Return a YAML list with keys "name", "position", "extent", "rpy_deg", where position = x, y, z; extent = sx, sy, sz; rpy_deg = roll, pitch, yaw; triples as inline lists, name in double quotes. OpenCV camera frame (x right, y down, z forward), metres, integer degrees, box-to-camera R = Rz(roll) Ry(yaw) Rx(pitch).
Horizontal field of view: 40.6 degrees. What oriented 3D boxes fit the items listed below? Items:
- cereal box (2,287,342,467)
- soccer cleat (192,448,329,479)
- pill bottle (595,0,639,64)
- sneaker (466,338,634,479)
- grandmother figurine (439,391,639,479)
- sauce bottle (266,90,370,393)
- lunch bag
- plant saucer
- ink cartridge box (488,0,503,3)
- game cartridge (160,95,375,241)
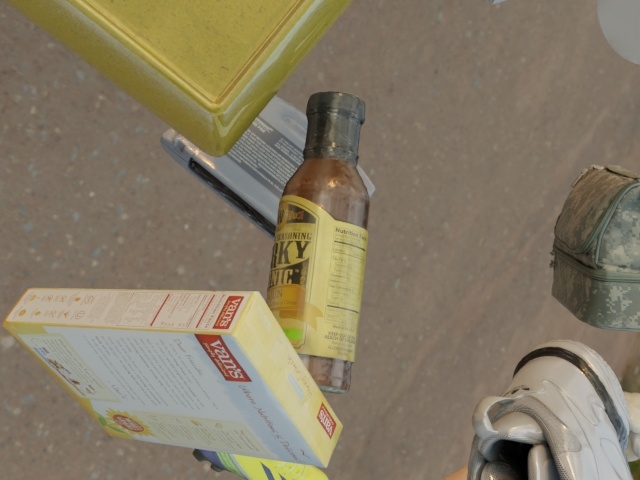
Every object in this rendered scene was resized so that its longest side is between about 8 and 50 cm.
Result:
- name: "cereal box"
  position: [-0.119, 0.109, 0.705]
  extent: [0.173, 0.240, 0.047]
  rpy_deg: [62, 40, -38]
- name: "soccer cleat"
  position: [-0.088, 0.381, 1.518]
  extent: [0.121, 0.289, 0.093]
  rpy_deg: [-49, -158, 25]
- name: "pill bottle"
  position: [0.489, -0.327, 1.090]
  extent: [0.283, 0.161, 0.161]
  rpy_deg: [-28, 135, -29]
- name: "sneaker"
  position: [0.255, 0.290, 0.842]
  extent: [0.210, 0.137, 0.366]
  rpy_deg: [-14, 80, -52]
- name: "grandmother figurine"
  position: [0.287, 0.291, 1.106]
  extent: [0.342, 0.208, 0.104]
  rpy_deg: [-30, 160, 13]
- name: "sauce bottle"
  position: [0.000, 0.000, 1.002]
  extent: [0.111, 0.111, 0.344]
  rpy_deg: [31, 63, -62]
- name: "lunch bag"
  position: [0.529, 0.004, 1.513]
  extent: [0.305, 0.212, 0.256]
  rpy_deg: [-73, 166, -80]
- name: "plant saucer"
  position: [-0.125, -0.292, 0.883]
  extent: [0.333, 0.081, 0.333]
  rpy_deg: [37, 99, -23]
- name: "ink cartridge box"
  position: [0.339, -0.526, 1.179]
  extent: [0.071, 0.330, 0.324]
  rpy_deg: [119, -47, -85]
- name: "game cartridge"
  position: [-0.072, -0.119, 1.334]
  extent: [0.198, 0.297, 0.062]
  rpy_deg: [-46, 172, -37]
